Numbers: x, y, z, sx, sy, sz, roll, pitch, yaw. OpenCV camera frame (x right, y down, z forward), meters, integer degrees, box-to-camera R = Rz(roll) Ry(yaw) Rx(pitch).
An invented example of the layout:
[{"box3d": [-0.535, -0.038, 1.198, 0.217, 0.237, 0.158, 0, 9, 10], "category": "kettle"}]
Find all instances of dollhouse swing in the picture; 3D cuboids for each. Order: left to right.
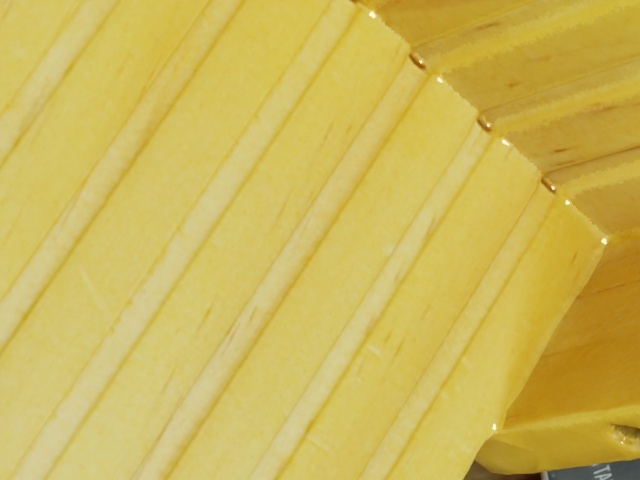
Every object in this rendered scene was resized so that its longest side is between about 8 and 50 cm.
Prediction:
[{"box3d": [0.000, 0.000, 0.584, 0.347, 0.305, 0.315, 42, 147, -25], "category": "dollhouse swing"}]

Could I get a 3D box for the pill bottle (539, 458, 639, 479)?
[{"box3d": [0.219, 0.078, 0.759, 0.245, 0.130, 0.130, -23, 119, 18], "category": "pill bottle"}]
